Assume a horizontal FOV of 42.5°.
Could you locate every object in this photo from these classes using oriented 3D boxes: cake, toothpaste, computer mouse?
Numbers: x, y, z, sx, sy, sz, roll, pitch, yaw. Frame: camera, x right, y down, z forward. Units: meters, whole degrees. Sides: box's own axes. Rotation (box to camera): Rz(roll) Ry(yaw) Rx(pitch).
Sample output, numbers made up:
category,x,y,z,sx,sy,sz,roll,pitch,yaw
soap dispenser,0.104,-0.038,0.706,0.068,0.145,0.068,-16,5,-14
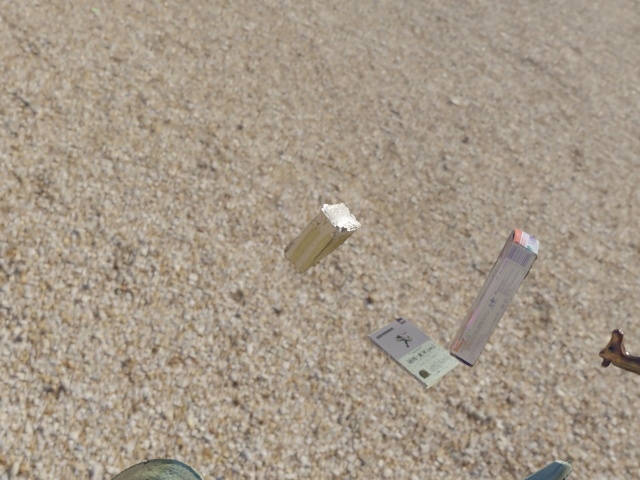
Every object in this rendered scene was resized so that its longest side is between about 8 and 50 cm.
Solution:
category,x,y,z,sx,sy,sz,roll,pitch,yaw
cake,0.000,0.000,1.170,0.065,0.121,0.052,-20,70,-48
toothpaste,0.229,0.079,1.094,0.040,0.196,0.047,25,29,5
computer mouse,0.550,0.599,2.022,0.182,0.089,0.056,-30,53,-1

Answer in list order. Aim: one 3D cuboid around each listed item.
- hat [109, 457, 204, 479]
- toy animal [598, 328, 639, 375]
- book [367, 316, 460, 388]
category,x,y,z,sx,sy,sz,roll,pitch,yaw
hat,-0.267,0.378,1.057,0.110,0.252,0.252,54,11,-42
toy animal,0.505,0.190,1.064,0.224,0.230,0.066,65,24,-2
book,0.209,0.248,1.853,0.127,0.014,0.182,-25,52,-39
